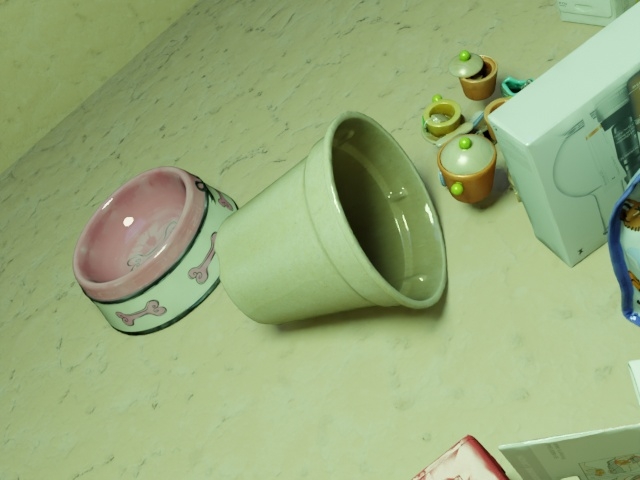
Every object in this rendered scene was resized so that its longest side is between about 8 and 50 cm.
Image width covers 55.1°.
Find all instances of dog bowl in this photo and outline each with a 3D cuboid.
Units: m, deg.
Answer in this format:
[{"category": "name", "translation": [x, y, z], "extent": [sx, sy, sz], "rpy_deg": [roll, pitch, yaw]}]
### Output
[{"category": "dog bowl", "translation": [-0.390, 0.002, 1.412], "extent": [0.407, 0.150, 0.408], "rpy_deg": [-18, 47, 21]}]

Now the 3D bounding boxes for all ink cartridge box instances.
[{"category": "ink cartridge box", "translation": [0.565, -0.532, 1.211], "extent": [0.176, 0.127, 0.128], "rpy_deg": [-50, 44, -10]}, {"category": "ink cartridge box", "translation": [0.342, 0.212, 0.615], "extent": [0.261, 0.296, 0.066], "rpy_deg": [-16, 47, 23]}]

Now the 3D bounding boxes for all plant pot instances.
[{"category": "plant pot", "translation": [0.000, 0.000, 1.053], "extent": [0.305, 0.334, 0.334], "rpy_deg": [-25, 43, 32]}]

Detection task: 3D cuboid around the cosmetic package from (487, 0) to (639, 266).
[{"category": "cosmetic package", "translation": [0.452, -0.173, 0.873], "extent": [0.377, 0.284, 0.097], "rpy_deg": [-37, 44, 3]}]

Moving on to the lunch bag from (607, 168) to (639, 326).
[{"category": "lunch bag", "translation": [0.500, -0.057, 0.668], "extent": [0.328, 0.385, 0.239], "rpy_deg": [-45, 42, -7]}]

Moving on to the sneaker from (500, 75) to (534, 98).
[{"category": "sneaker", "translation": [0.400, -0.263, 1.137], "extent": [0.166, 0.076, 0.065], "rpy_deg": [24, 72, 44]}]

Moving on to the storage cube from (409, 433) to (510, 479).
[{"category": "storage cube", "translation": [0.174, 0.366, 0.674], "extent": [0.183, 0.215, 0.193], "rpy_deg": [-38, 49, 0]}]

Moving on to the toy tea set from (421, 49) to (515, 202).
[{"category": "toy tea set", "translation": [0.273, -0.215, 1.068], "extent": [0.200, 0.124, 0.336], "rpy_deg": [-20, 53, 6]}]

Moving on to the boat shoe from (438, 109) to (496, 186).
[{"category": "boat shoe", "translation": [0.286, -0.173, 1.149], "extent": [0.066, 0.066, 0.183], "rpy_deg": [20, 68, 42]}]

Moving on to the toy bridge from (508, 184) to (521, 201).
[{"category": "toy bridge", "translation": [0.413, -0.125, 1.049], "extent": [0.188, 0.026, 0.063], "rpy_deg": [-21, 44, 20]}]
